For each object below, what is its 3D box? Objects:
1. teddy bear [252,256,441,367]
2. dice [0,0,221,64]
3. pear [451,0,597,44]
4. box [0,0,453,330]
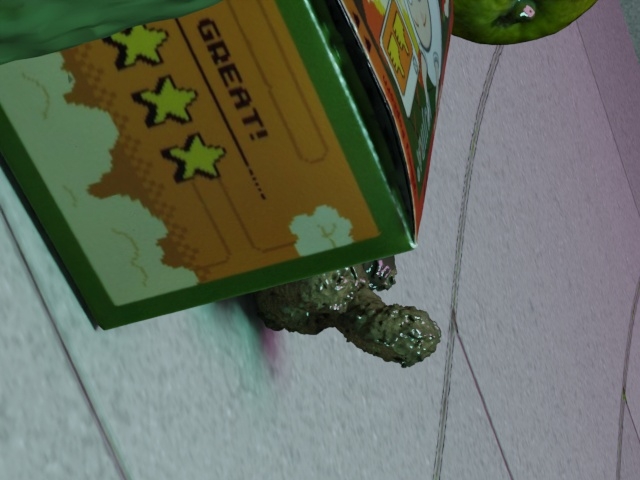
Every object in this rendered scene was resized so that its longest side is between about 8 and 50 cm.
[{"bbox_3d":[-0.006,0.007,0.778,0.119,0.078,0.160,35,21,-30],"label":"teddy bear"},{"bbox_3d":[-0.110,-0.213,0.260,0.330,0.318,0.322,15,61,-68],"label":"dice"},{"bbox_3d":[0.118,-0.254,1.112,0.212,0.212,0.269,51,23,-50],"label":"pear"},{"bbox_3d":[-0.040,-0.102,0.638,0.195,0.148,0.177,-74,146,-56],"label":"box"}]
